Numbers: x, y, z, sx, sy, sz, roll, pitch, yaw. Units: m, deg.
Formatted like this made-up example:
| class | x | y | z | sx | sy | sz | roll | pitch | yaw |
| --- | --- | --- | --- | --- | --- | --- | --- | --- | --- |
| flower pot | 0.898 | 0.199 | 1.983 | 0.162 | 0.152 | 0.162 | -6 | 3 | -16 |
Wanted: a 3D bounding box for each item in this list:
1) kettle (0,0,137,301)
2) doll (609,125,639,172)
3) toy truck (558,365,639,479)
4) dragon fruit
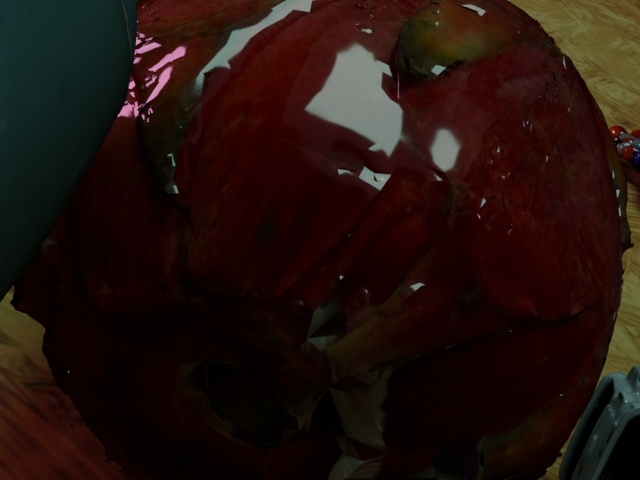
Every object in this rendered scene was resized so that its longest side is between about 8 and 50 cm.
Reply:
| class | x | y | z | sx | sy | sz | roll | pitch | yaw |
| --- | --- | --- | --- | --- | --- | --- | --- | --- | --- |
| kettle | -0.220 | -0.016 | 0.483 | 0.247 | 0.319 | 0.342 | 48 | 58 | 4 |
| doll | 0.337 | -0.060 | 1.322 | 0.104 | 0.062 | 0.194 | 28 | 12 | -33 |
| toy truck | 0.263 | 0.157 | 0.796 | 0.253 | 0.114 | 0.124 | 21 | 13 | -6 |
| dragon fruit | 0.000 | 0.000 | 0.676 | 0.296 | 0.295 | 0.301 | 26 | 38 | 4 |
